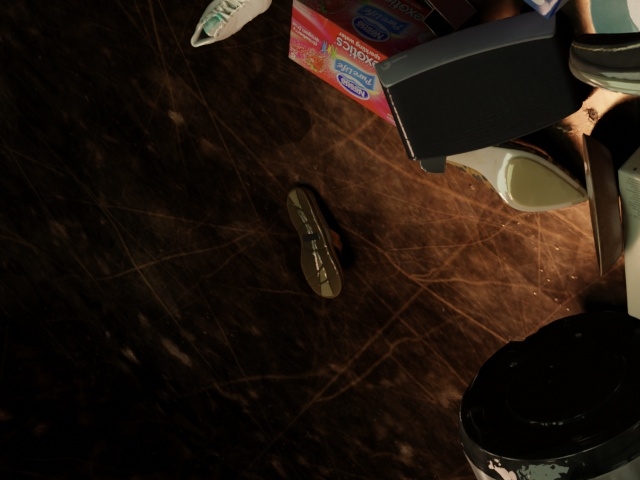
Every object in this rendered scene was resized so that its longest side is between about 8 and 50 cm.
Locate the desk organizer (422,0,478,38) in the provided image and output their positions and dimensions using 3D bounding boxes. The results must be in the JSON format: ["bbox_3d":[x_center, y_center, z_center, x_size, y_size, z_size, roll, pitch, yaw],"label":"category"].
[{"bbox_3d":[0.152,-0.343,2.017,0.130,0.050,0.047,47,150,-1],"label":"desk organizer"}]

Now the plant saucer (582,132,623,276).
[{"bbox_3d":[0.388,-0.051,1.980,0.036,0.198,0.198,-8,131,8],"label":"plant saucer"}]

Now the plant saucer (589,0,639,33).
[{"bbox_3d":[0.423,-0.271,1.775,0.195,0.037,0.195,33,148,24],"label":"plant saucer"}]

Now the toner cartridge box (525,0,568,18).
[{"bbox_3d":[0.197,-0.435,1.738,0.348,0.165,0.075,41,149,9],"label":"toner cartridge box"}]

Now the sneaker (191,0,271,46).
[{"bbox_3d":[-0.149,-0.368,2.325,0.080,0.094,0.212,48,150,0],"label":"sneaker"}]

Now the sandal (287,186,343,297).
[{"bbox_3d":[0.000,0.000,2.624,0.090,0.060,0.219,-5,108,47],"label":"sandal"}]

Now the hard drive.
[{"bbox_3d":[0.216,-0.202,1.957,0.255,0.054,0.172,-16,122,11],"label":"hard drive"}]

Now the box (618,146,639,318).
[{"bbox_3d":[0.481,-0.003,1.967,0.113,0.094,0.275,24,144,34],"label":"box"}]

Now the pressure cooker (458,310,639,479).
[{"bbox_3d":[0.443,0.366,2.199,0.420,0.375,0.370,64,171,-28],"label":"pressure cooker"}]

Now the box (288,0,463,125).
[{"bbox_3d":[0.088,-0.278,2.103,0.257,0.122,0.128,35,148,19],"label":"box"}]

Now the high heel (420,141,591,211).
[{"bbox_3d":[0.269,-0.125,2.143,0.261,0.186,0.093,15,113,-3],"label":"high heel"}]

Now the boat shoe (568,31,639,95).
[{"bbox_3d":[0.459,-0.243,1.643,0.355,0.132,0.130,-1,109,21],"label":"boat shoe"}]
